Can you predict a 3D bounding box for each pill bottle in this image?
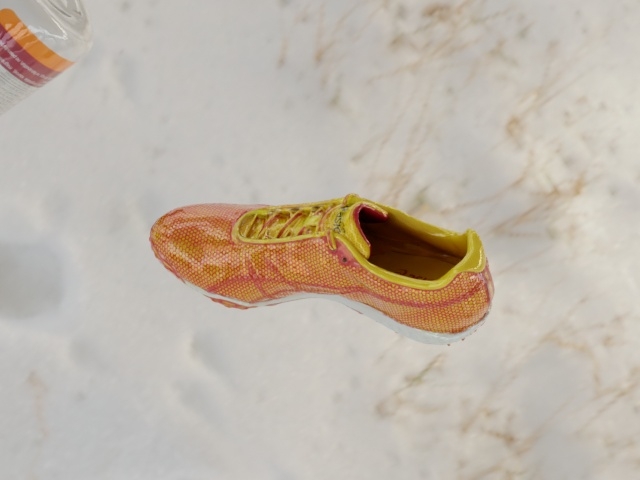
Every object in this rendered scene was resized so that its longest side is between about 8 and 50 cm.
[{"bbox_3d":[-0.271,-0.115,1.216,0.221,0.121,0.121,-33,87,13],"label":"pill bottle"}]

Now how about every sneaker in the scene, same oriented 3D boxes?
[{"bbox_3d":[0.000,0.000,0.885,0.175,0.067,0.064,7,47,15],"label":"sneaker"}]
